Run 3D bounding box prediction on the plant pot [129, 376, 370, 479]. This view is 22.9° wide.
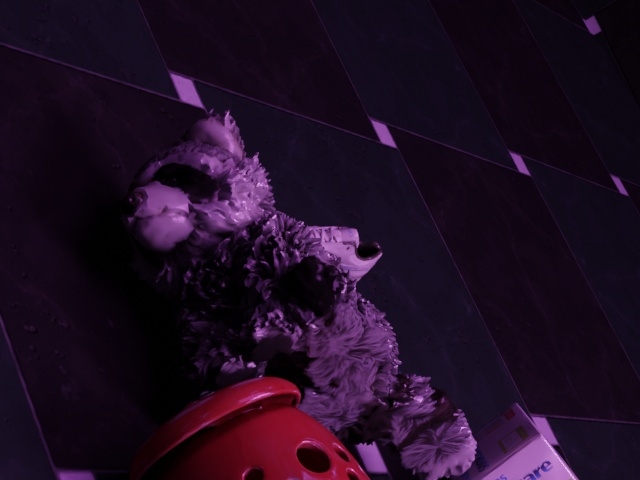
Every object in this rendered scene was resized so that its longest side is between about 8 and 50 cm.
[{"bbox_3d":[-0.056,0.222,1.367,0.191,0.191,0.174,2,53,-60],"label":"plant pot"}]

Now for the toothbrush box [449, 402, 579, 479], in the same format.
[{"bbox_3d":[0.274,0.345,1.806,0.283,0.122,0.206,52,2,-3],"label":"toothbrush box"}]

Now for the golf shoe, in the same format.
[{"bbox_3d":[0.000,0.000,1.878,0.176,0.086,0.069,23,40,-46],"label":"golf shoe"}]

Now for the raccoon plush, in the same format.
[{"bbox_3d":[-0.044,0.077,1.635,0.446,0.216,0.299,51,9,-48],"label":"raccoon plush"}]
